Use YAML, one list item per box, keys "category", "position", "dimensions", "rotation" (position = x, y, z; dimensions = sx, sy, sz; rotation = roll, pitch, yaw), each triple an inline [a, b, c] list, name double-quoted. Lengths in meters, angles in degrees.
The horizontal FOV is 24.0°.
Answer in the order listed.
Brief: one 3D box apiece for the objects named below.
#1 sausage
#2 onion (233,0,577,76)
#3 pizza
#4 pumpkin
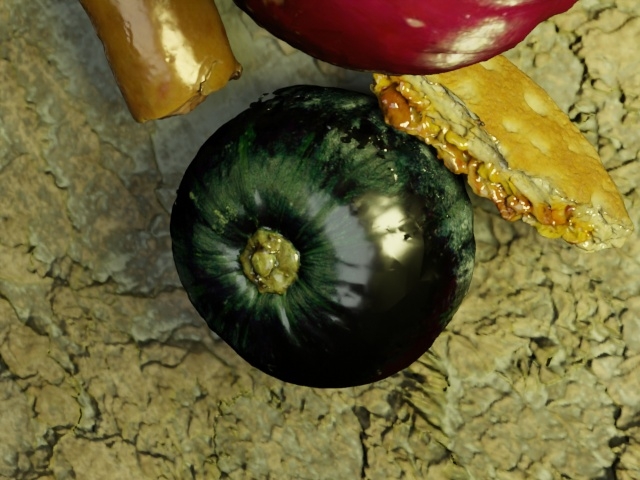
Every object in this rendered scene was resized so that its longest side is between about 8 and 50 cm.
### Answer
- category: "sausage"
  position: [-0.158, -0.221, 1.146]
  dimensions: [0.109, 0.109, 0.270]
  rotation: [-27, 96, 32]
- category: "onion"
  position: [0.111, -0.248, 0.913]
  dimensions: [0.385, 0.348, 0.348]
  rotation: [17, 122, -20]
- category: "pizza"
  position: [0.115, -0.081, 1.052]
  dimensions: [0.246, 0.127, 0.058]
  rotation: [33, 126, -6]
- category: "pumpkin"
  position: [0.000, 0.000, 1.115]
  dimensions: [0.233, 0.163, 0.233]
  rotation: [9, 111, 25]
